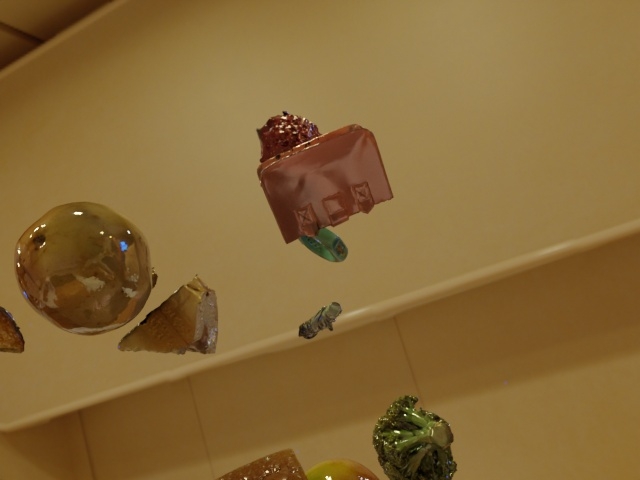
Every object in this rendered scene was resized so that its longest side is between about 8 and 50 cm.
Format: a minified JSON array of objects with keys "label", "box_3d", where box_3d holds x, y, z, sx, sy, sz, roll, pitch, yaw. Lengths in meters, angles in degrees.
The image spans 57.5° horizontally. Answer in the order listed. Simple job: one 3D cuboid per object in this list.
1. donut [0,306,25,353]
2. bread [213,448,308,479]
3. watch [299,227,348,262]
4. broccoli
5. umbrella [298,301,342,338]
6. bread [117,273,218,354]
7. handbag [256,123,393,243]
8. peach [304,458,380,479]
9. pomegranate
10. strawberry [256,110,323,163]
[{"label":"donut","box_3d":[-0.581,0.163,0.935,0.181,0.146,0.078,-38,14,-15]},{"label":"bread","box_3d":[-0.137,0.557,1.247,0.234,0.110,0.184,-24,17,-12]},{"label":"watch","box_3d":[0.000,0.000,2.146,0.195,0.068,0.237,23,-15,32]},{"label":"broccoli","box_3d":[0.139,0.293,0.834,0.131,0.130,0.120,-43,-7,-43]},{"label":"umbrella","box_3d":[0.003,0.178,1.272,0.046,0.050,0.188,-49,1,-33]},{"label":"bread","box_3d":[-0.377,0.184,1.496,0.224,0.211,0.183,8,-1,3]},{"label":"handbag","box_3d":[0.008,-0.099,1.028,0.213,0.157,0.059,-24,21,-5]},{"label":"peach","box_3d":[0.049,0.631,1.384,0.231,0.230,0.231,-17,-10,-3]},{"label":"pomegranate","box_3d":[-0.514,0.063,1.315,0.319,0.319,0.319,-17,-10,-3]},{"label":"strawberry","box_3d":[-0.052,-0.214,1.442,0.202,0.186,0.184,21,16,30]}]
